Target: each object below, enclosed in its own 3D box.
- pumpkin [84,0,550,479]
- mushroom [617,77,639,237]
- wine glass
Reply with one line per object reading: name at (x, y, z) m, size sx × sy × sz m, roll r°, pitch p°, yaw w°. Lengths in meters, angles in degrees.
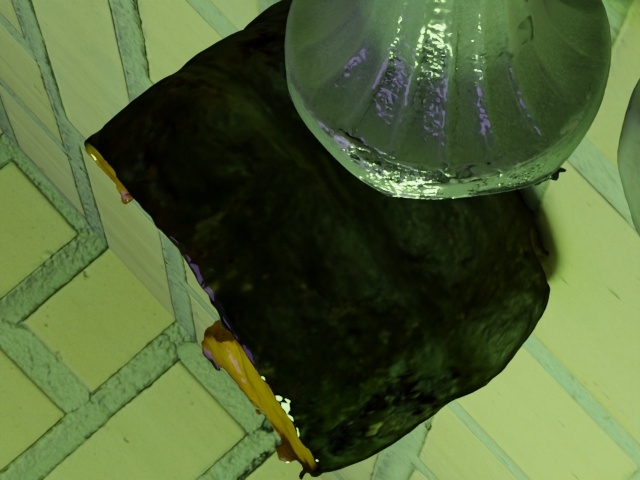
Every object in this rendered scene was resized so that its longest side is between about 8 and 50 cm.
pumpkin at (0.000, 0.000, 1.319) m, size 0.256 × 0.225 × 0.303 m, roll 37°, pitch 164°, yaw 54°
mushroom at (0.208, 0.007, 0.938) m, size 0.081 × 0.092 × 0.223 m, roll -79°, pitch -30°, yaw -45°
wine glass at (0.062, -0.126, 0.875) m, size 0.165 × 0.165 × 0.196 m, roll 45°, pitch 164°, yaw 18°
